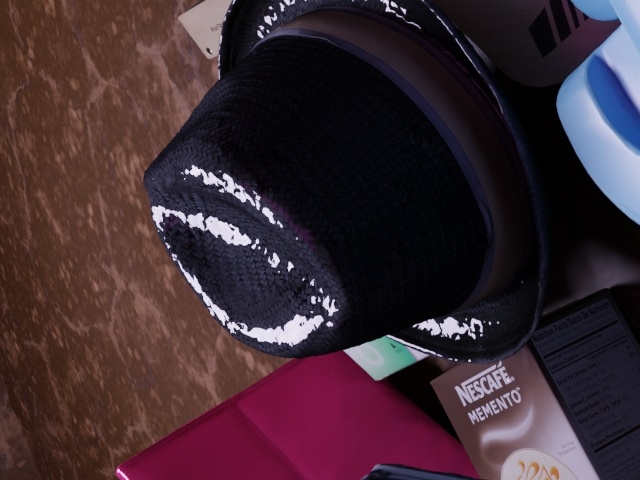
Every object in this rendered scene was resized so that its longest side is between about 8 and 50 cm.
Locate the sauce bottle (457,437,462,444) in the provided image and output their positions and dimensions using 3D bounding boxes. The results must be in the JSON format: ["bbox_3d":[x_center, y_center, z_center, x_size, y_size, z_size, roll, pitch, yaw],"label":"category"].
[{"bbox_3d":[0.170,0.213,0.953,0.128,0.042,0.042,41,140,36],"label":"sauce bottle"}]

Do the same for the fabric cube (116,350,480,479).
[{"bbox_3d":[0.006,0.295,1.009,0.258,0.259,0.254,38,150,44],"label":"fabric cube"}]

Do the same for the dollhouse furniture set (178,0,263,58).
[{"bbox_3d":[0.028,-0.142,0.922,0.242,0.161,0.212,54,154,-17],"label":"dollhouse furniture set"}]

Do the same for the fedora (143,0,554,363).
[{"bbox_3d":[-0.012,-0.026,0.730,0.334,0.152,0.334,38,143,35],"label":"fedora"}]

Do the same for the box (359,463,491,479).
[{"bbox_3d":[0.231,0.380,0.439,0.480,0.297,0.471,2,130,30],"label":"box"}]

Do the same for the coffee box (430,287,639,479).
[{"bbox_3d":[0.203,0.179,0.821,0.246,0.098,0.141,63,149,12],"label":"coffee box"}]

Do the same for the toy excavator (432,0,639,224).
[{"bbox_3d":[0.182,-0.134,0.592,0.433,0.222,0.445,64,158,12],"label":"toy excavator"}]

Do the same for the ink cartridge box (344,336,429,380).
[{"bbox_3d":[0.012,0.014,0.930,0.225,0.056,0.181,41,156,-3],"label":"ink cartridge box"}]
